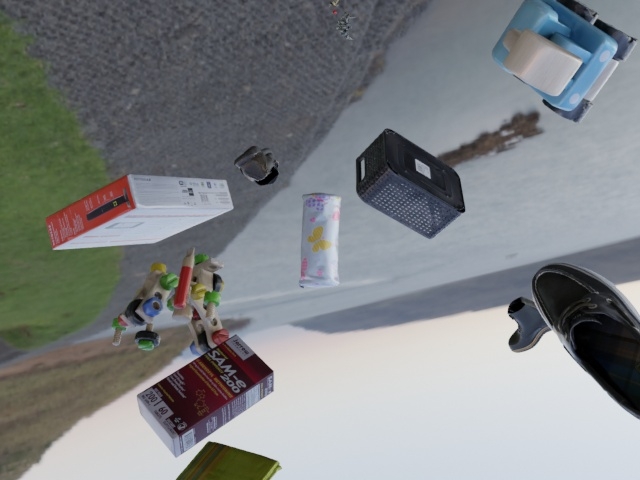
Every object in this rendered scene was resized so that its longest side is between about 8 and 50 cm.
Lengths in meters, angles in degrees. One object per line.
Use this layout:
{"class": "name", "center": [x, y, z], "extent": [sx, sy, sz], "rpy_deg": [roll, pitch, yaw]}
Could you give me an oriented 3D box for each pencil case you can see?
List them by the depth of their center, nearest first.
{"class": "pencil case", "center": [0.000, 0.000, 1.931], "extent": [0.114, 0.273, 0.124], "rpy_deg": [2, 180, 5]}

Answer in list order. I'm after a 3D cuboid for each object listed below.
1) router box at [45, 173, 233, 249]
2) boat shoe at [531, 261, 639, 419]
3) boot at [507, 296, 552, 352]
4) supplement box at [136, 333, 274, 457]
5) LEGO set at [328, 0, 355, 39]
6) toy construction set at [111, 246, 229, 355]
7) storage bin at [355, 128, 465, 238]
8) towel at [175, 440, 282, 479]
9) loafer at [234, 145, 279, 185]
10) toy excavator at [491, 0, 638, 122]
{"class": "router box", "center": [-0.435, -0.067, 1.684], "extent": [0.301, 0.082, 0.335], "rpy_deg": [-20, 172, 30]}
{"class": "boat shoe", "center": [0.272, 0.095, 0.675], "extent": [0.076, 0.228, 0.080], "rpy_deg": [22, 117, -37]}
{"class": "boot", "center": [0.514, 0.211, 1.781], "extent": [0.137, 0.076, 0.198], "rpy_deg": [18, 132, -19]}
{"class": "supplement box", "center": [-0.223, 0.301, 1.363], "extent": [0.239, 0.130, 0.073], "rpy_deg": [-30, 143, -32]}
{"class": "LEGO set", "center": [0.038, -0.421, 1.319], "extent": [0.023, 0.083, 0.054], "rpy_deg": [-33, 173, -37]}
{"class": "toy construction set", "center": [-0.309, 0.103, 1.562], "extent": [0.258, 0.237, 0.309], "rpy_deg": [15, 149, -16]}
{"class": "storage bin", "center": [0.158, -0.099, 1.212], "extent": [0.180, 0.122, 0.084], "rpy_deg": [28, 130, -24]}
{"class": "towel", "center": [-0.160, 0.394, 1.154], "extent": [0.237, 0.021, 0.102], "rpy_deg": [-10, -148, 53]}
{"class": "loafer", "center": [-0.130, -0.150, 1.500], "extent": [0.080, 0.078, 0.220], "rpy_deg": [-38, 178, 9]}
{"class": "toy excavator", "center": [0.484, -0.408, 1.497], "extent": [0.445, 0.433, 0.222], "rpy_deg": [8, 125, -33]}
